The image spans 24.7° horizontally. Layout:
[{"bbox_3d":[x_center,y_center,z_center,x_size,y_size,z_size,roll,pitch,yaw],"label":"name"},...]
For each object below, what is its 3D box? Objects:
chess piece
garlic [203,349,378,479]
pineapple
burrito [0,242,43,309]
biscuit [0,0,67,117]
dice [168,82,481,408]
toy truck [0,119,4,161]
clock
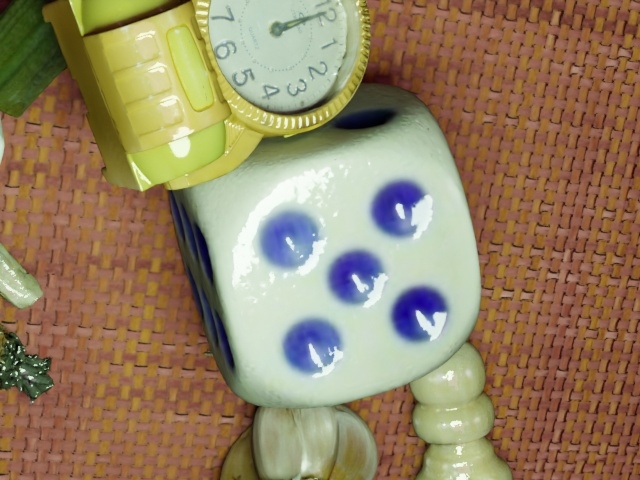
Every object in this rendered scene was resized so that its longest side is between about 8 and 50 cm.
[{"bbox_3d":[0.179,0.256,1.948,0.143,0.143,0.260,-14,107,-13],"label":"chess piece"},{"bbox_3d":[-0.059,0.256,1.838,0.207,0.207,0.256,-41,107,-1],"label":"garlic"},{"bbox_3d":[-0.401,0.137,1.748,0.198,0.108,0.108,37,94,-37],"label":"pineapple"},{"bbox_3d":[-0.391,0.025,1.740,0.055,0.041,0.149,-37,114,12],"label":"burrito"},{"bbox_3d":[-0.278,-0.264,1.624,0.099,0.038,0.322,39,114,-19],"label":"biscuit"},{"bbox_3d":[0.000,0.000,1.729,0.304,0.277,0.304,-16,114,-13],"label":"dice"},{"bbox_3d":[-0.518,-0.050,1.598,0.387,0.173,0.207,-40,120,6],"label":"toy truck"},{"bbox_3d":[-0.106,-0.209,1.566,0.317,0.200,0.244,-27,108,-26],"label":"clock"}]
